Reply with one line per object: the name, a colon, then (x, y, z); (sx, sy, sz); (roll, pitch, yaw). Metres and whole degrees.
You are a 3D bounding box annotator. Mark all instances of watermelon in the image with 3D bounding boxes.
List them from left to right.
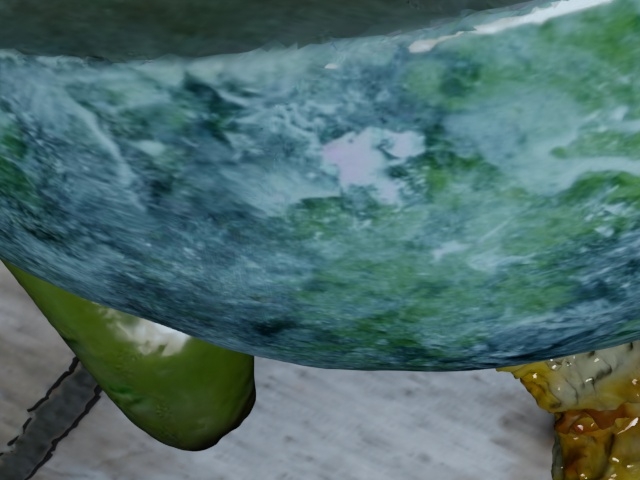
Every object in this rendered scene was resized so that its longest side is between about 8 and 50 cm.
watermelon: (0.023, -0.098, 0.536); (0.387, 0.258, 0.228); (2, 158, 14)

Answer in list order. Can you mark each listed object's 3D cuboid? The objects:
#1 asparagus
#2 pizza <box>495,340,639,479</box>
asparagus: (-0.128, -0.050, 0.654); (0.082, 0.085, 0.343); (-19, 124, 26)
pizza: (0.183, 0.027, 0.686); (0.182, 0.074, 0.365); (6, 149, -35)
